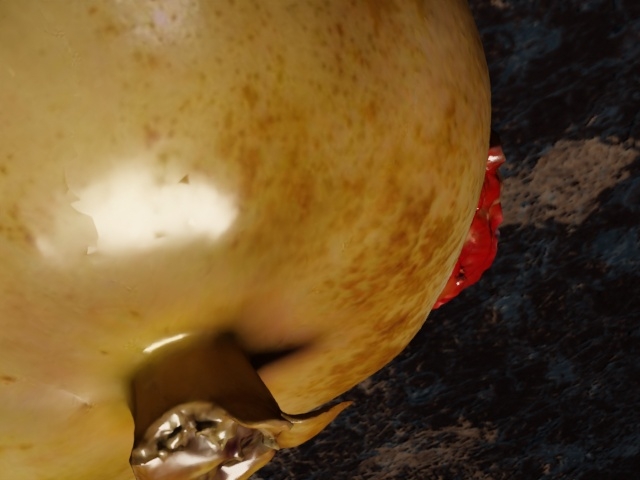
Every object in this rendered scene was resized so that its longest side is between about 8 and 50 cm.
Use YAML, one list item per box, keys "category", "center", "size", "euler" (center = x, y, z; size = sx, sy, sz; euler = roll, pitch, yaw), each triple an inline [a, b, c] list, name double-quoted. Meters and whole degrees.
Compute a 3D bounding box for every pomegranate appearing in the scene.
- category: "pomegranate"
  center: [-0.082, -0.041, 0.533]
  size: [0.319, 0.319, 0.319]
  euler: [-14, 140, -12]

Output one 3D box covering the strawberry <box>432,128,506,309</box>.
- category: "strawberry"
  center: [0.000, 0.000, 0.788]
  size: [0.236, 0.111, 0.190]
  euler: [-11, 142, -13]
